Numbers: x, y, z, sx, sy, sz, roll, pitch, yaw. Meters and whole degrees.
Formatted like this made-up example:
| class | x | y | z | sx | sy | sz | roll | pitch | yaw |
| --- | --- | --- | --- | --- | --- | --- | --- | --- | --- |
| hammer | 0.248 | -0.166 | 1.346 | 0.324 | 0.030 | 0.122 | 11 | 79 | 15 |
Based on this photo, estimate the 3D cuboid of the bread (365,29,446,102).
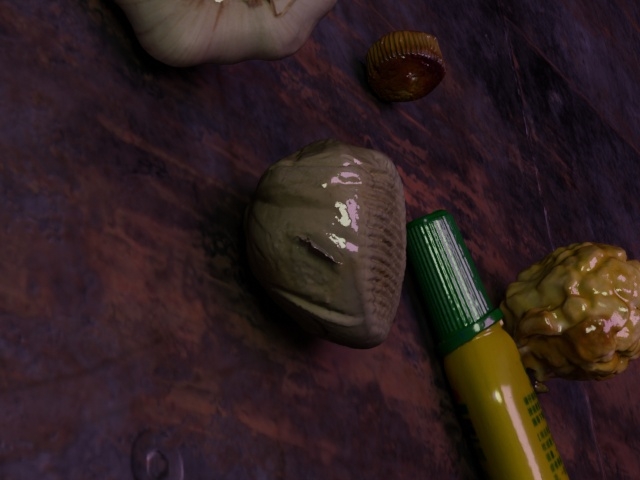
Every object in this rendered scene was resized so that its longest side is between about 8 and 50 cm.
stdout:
| class | x | y | z | sx | sy | sz | roll | pitch | yaw |
| --- | --- | --- | --- | --- | --- | --- | --- | --- | --- |
| bread | 0.090 | -0.177 | 1.105 | 0.085 | 0.085 | 0.053 | 26 | 44 | -49 |

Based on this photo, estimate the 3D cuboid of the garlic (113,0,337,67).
| class | x | y | z | sx | sy | sz | roll | pitch | yaw |
| --- | --- | --- | --- | --- | --- | --- | --- | --- | --- |
| garlic | -0.074 | -0.244 | 0.825 | 0.199 | 0.199 | 0.226 | 53 | 7 | -24 |

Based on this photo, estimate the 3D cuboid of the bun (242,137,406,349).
| class | x | y | z | sx | sy | sz | roll | pitch | yaw |
| --- | --- | --- | --- | --- | --- | --- | --- | --- | --- |
| bun | 0.000 | 0.000 | 0.815 | 0.173 | 0.113 | 0.166 | 71 | 25 | -47 |

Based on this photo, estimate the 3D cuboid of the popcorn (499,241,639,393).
| class | x | y | z | sx | sy | sz | roll | pitch | yaw |
| --- | --- | --- | --- | --- | --- | --- | --- | --- | --- |
| popcorn | 0.272 | 0.084 | 1.144 | 0.180 | 0.180 | 0.170 | 21 | 72 | -51 |

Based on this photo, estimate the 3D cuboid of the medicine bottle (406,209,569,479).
| class | x | y | z | sx | sy | sz | roll | pitch | yaw |
| --- | --- | --- | --- | --- | --- | --- | --- | --- | --- |
| medicine bottle | 0.157 | 0.118 | 1.025 | 0.111 | 0.076 | 0.309 | 17 | 53 | -81 |
